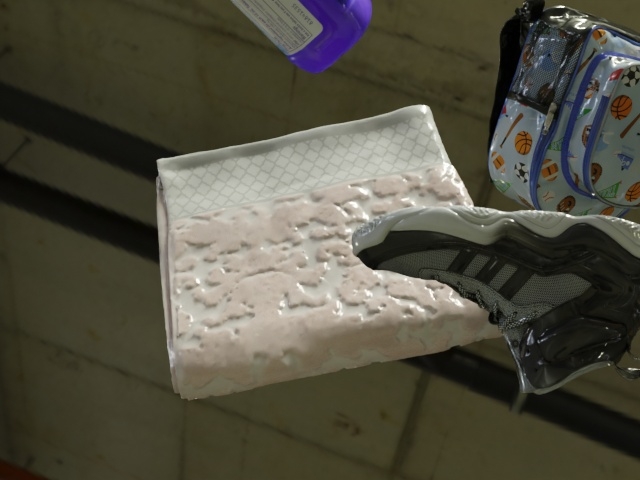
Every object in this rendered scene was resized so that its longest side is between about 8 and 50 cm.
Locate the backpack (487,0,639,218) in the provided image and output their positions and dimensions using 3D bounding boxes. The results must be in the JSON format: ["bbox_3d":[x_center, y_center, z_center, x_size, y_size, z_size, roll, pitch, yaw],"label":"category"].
[{"bbox_3d":[0.353,-0.143,1.391,0.276,0.213,0.263,10,-65,-31],"label":"backpack"}]

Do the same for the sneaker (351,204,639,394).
[{"bbox_3d":[0.154,0.054,0.929,0.268,0.153,0.101,3,-10,11],"label":"sneaker"}]

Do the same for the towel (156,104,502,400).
[{"bbox_3d":[0.000,0.000,1.094,0.331,0.317,0.053,-11,-42,-4],"label":"towel"}]

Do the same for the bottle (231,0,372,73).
[{"bbox_3d":[-0.076,-0.274,0.945,0.092,0.118,0.283,-39,-64,21],"label":"bottle"}]
